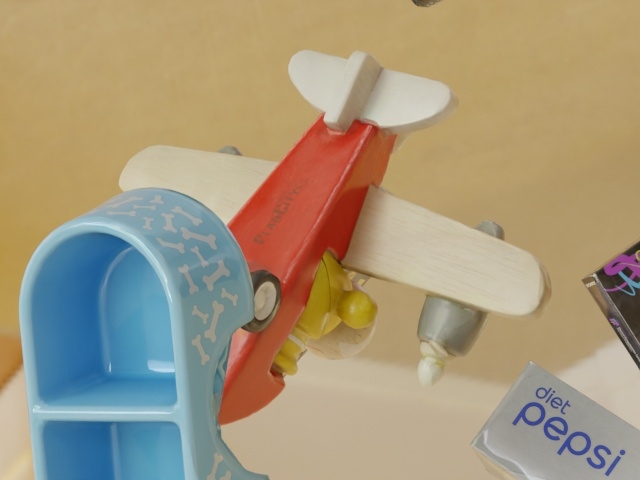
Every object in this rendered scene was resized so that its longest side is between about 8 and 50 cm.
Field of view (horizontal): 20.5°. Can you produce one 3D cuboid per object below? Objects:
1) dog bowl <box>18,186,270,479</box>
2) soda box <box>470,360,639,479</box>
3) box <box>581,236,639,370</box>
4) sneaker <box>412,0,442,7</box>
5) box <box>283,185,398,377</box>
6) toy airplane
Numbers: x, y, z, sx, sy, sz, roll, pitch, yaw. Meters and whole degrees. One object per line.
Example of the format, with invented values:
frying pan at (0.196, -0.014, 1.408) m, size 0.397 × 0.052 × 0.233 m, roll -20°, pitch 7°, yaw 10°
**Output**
dog bowl at (-0.128, 0.114, 1.223) m, size 0.166 × 0.297 × 0.074 m, roll -3°, pitch -177°, yaw 31°
soda box at (0.273, 0.226, 1.523) m, size 0.098 × 0.286 × 0.091 m, roll -53°, pitch 156°, yaw -9°
box at (0.316, 0.039, 1.527) m, size 0.162 × 0.116 × 0.029 m, roll -32°, pitch 180°, yaw -24°
sneaker at (0.133, -0.344, 1.421) m, size 0.319 × 0.131 × 0.112 m, roll -57°, pitch 163°, yaw 10°
box at (-0.021, 0.061, 2.173) m, size 0.322 × 0.079 × 0.257 m, roll -50°, pitch 171°, yaw 3°
toy airplane at (0.000, 0.000, 1.775) m, size 0.384 × 0.386 × 0.272 m, roll -20°, pitch 135°, yaw 1°
